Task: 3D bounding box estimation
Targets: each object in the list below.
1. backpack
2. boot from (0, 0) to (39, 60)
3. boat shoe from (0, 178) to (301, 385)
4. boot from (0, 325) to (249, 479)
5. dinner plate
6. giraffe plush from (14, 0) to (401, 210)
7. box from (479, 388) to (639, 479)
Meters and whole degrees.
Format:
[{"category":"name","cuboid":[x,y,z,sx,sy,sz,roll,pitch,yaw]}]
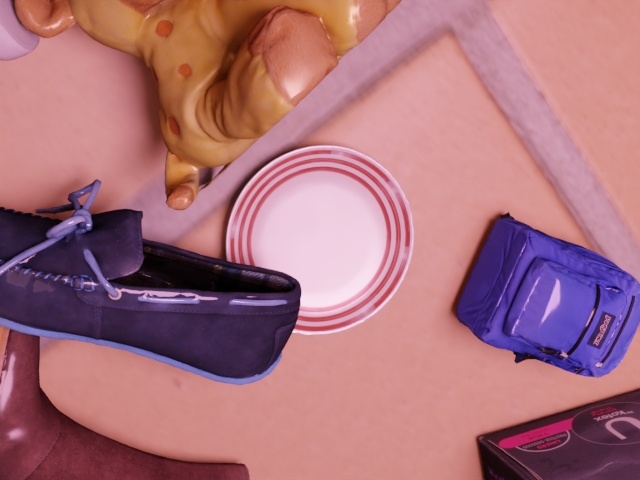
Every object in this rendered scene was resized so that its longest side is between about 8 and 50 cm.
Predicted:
[{"category":"backpack","cuboid":[0.179,0.053,0.703,0.120,0.101,0.098,21,103,-21]},{"category":"boot","cuboid":[-0.280,-0.205,0.551,0.123,0.095,0.258,-24,110,11]},{"category":"boat shoe","cuboid":[-0.134,0.011,0.618,0.258,0.109,0.089,17,120,-26]},{"category":"boot","cuboid":[-0.151,0.162,0.668,0.206,0.090,0.249,2,100,-26]},{"category":"dinner plate","cuboid":[0.000,0.000,0.690,0.141,0.017,0.141,-3,102,-12]},{"category":"giraffe plush","cuboid":[-0.078,-0.143,0.585,0.170,0.181,0.210,46,123,-8]},{"category":"box","cuboid":[0.242,0.277,0.741,0.165,0.143,0.271,-13,104,-13]}]
